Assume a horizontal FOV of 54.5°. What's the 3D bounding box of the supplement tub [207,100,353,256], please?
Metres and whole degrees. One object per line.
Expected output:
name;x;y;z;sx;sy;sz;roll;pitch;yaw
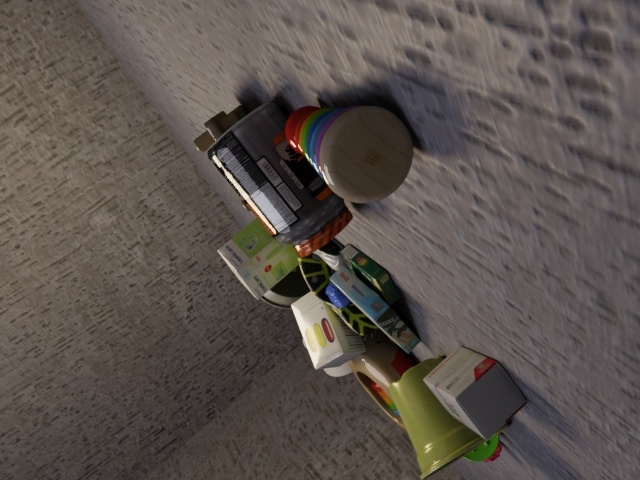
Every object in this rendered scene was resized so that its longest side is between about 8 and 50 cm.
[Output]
supplement tub;-0.082;-0.129;1.370;0.316;0.194;0.193;52;170;-9

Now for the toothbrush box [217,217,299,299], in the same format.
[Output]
toothbrush box;-0.167;0.027;2.066;0.122;0.283;0.206;44;168;34

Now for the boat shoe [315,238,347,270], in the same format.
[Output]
boat shoe;0.000;0.001;1.870;0.228;0.079;0.081;37;155;34

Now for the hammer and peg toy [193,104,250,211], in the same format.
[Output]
hammer and peg toy;-0.186;-0.222;1.625;0.265;0.127;0.361;52;-171;-13

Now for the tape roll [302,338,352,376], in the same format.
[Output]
tape roll;0.074;0.406;2.526;0.169;0.246;0.246;55;169;-23

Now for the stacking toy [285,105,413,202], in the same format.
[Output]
stacking toy;0.023;-0.163;1.023;0.141;0.141;0.330;54;176;-24

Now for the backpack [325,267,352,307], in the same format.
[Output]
backpack;0.073;0.141;1.898;0.101;0.120;0.098;52;171;-12

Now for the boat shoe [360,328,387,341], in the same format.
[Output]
boat shoe;0.125;0.293;2.320;0.324;0.122;0.120;42;-157;-4

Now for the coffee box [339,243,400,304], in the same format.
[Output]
coffee box;0.131;0.090;1.682;0.184;0.040;0.113;38;165;49

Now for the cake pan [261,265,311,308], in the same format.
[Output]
cake pan;-0.121;0.103;2.237;0.293;0.293;0.054;48;145;11

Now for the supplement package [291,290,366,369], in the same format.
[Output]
supplement package;0.027;0.297;2.115;0.134;0.139;0.243;8;-128;-51

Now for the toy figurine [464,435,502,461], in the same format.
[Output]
toy figurine;0.484;0.600;1.880;0.159;0.130;0.173;47;-163;-47

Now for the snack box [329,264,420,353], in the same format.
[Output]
snack box;0.161;0.201;1.762;0.187;0.060;0.322;42;177;35

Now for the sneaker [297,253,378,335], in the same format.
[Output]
sneaker;0.041;0.151;2.020;0.384;0.145;0.147;55;169;-17

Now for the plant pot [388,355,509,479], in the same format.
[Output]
plant pot;0.325;0.465;1.696;0.253;0.276;0.276;59;175;24

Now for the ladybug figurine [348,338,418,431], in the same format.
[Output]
ladybug figurine;0.281;0.517;2.204;0.449;0.162;0.305;52;161;-9

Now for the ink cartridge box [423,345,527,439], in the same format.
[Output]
ink cartridge box;0.345;0.339;1.412;0.127;0.128;0.176;52;171;-11
